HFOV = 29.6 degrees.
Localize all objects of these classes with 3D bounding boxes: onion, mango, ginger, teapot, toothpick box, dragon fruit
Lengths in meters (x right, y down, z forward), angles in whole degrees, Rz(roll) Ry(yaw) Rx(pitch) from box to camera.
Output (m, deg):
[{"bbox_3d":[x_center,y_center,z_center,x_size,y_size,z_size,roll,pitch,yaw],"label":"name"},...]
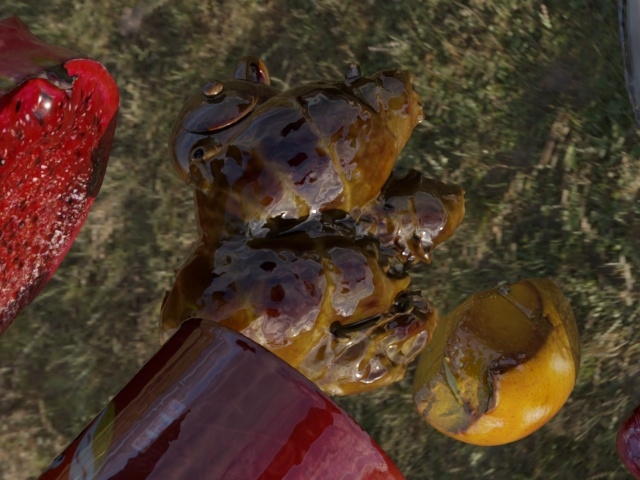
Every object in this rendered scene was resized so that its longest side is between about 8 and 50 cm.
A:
[{"bbox_3d":[0.450,0.257,1.565,0.131,0.131,0.131,0,90,24],"label":"onion"},{"bbox_3d":[0.246,0.150,1.630,0.201,0.350,0.199,3,107,30],"label":"mango"},{"bbox_3d":[0.000,-0.011,1.190,0.274,0.152,0.358,13,74,2],"label":"ginger"},{"bbox_3d":[-0.113,-0.165,1.579,0.178,0.252,0.135,-2,132,20],"label":"teapot"},{"bbox_3d":[-0.117,0.231,0.694,0.204,0.204,0.333,35,67,20],"label":"toothpick box"},{"bbox_3d":[-0.372,-0.055,1.121,0.249,0.386,0.371,30,115,12],"label":"dragon fruit"}]

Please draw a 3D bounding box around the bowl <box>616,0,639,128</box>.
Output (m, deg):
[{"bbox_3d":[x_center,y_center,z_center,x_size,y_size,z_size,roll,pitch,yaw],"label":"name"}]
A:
[{"bbox_3d":[0.215,-0.148,0.275,0.157,0.345,0.346,15,97,-9],"label":"bowl"}]
